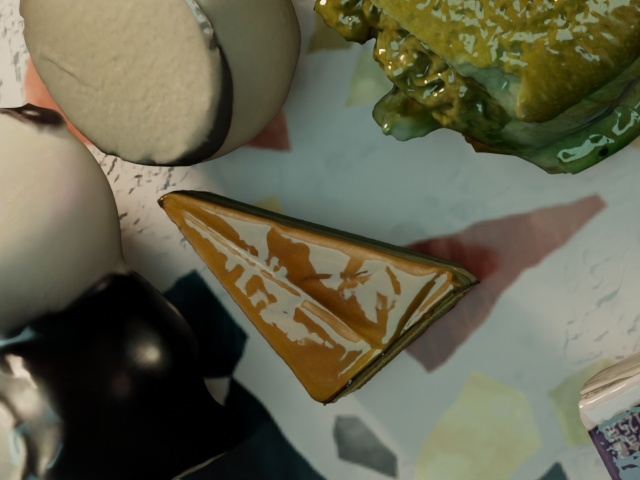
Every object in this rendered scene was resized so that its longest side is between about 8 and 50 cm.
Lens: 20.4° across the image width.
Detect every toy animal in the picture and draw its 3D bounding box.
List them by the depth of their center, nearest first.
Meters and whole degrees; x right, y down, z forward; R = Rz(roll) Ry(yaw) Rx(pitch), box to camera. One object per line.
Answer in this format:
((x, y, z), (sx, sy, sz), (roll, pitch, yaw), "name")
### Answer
((-0.189, 0.060, 1.052), (0.212, 0.212, 0.267), (-34, 89, 15), "toy animal")

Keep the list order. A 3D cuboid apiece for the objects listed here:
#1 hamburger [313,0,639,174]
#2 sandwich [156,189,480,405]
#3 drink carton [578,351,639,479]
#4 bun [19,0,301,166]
((0.133, -0.153, 0.959), (0.192, 0.167, 0.288), (44, 110, 4), "hamburger")
((0.000, 0.000, 1.063), (0.113, 0.079, 0.163), (-41, 82, 13), "sandwich")
((0.256, 0.153, 0.996), (0.134, 0.102, 0.222), (-28, 89, 13), "drink carton")
((-0.082, -0.135, 1.049), (0.173, 0.120, 0.173), (24, 132, 29), "bun")
